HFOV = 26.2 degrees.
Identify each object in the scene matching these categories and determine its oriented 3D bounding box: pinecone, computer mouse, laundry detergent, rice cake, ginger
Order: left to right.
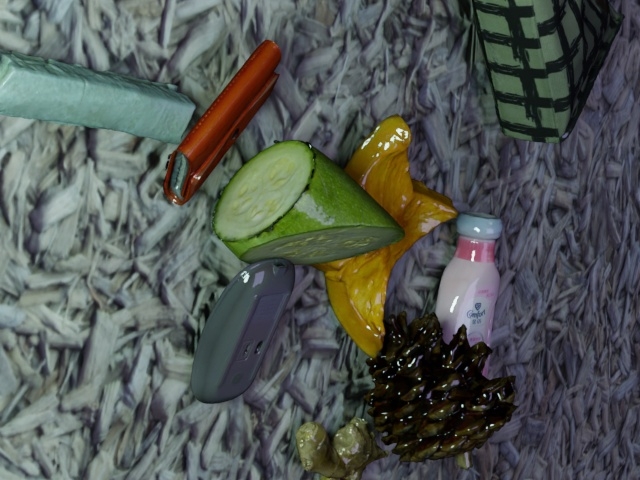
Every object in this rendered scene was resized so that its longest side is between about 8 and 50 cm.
[{"bbox_3d":[-0.271,-0.164,1.569,0.336,0.063,0.066,6,116,-56],"label":"rice cake"},{"bbox_3d":[-0.108,0.121,1.877,0.120,0.057,0.232,-7,126,-50],"label":"computer mouse"},{"bbox_3d":[0.027,0.324,2.155,0.133,0.059,0.214,-52,138,-16],"label":"ginger"},{"bbox_3d":[0.184,0.239,2.177,0.243,0.243,0.257,-45,122,-34],"label":"pinecone"},{"bbox_3d":[0.250,0.119,2.351,0.159,0.088,0.335,-5,106,-54],"label":"laundry detergent"}]

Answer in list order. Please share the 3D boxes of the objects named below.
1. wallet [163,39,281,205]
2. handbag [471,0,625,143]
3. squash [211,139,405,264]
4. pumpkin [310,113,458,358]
[{"bbox_3d":[-0.123,-0.148,1.741,0.204,0.045,0.142,-55,177,-25],"label":"wallet"},{"bbox_3d":[0.381,-0.385,2.286,0.327,0.162,0.325,-56,142,-33],"label":"handbag"},{"bbox_3d":[0.000,0.000,1.854,0.260,0.189,0.189,45,65,-35],"label":"squash"},{"bbox_3d":[0.080,-0.009,2.069,0.290,0.095,0.258,-57,138,-13],"label":"pumpkin"}]
